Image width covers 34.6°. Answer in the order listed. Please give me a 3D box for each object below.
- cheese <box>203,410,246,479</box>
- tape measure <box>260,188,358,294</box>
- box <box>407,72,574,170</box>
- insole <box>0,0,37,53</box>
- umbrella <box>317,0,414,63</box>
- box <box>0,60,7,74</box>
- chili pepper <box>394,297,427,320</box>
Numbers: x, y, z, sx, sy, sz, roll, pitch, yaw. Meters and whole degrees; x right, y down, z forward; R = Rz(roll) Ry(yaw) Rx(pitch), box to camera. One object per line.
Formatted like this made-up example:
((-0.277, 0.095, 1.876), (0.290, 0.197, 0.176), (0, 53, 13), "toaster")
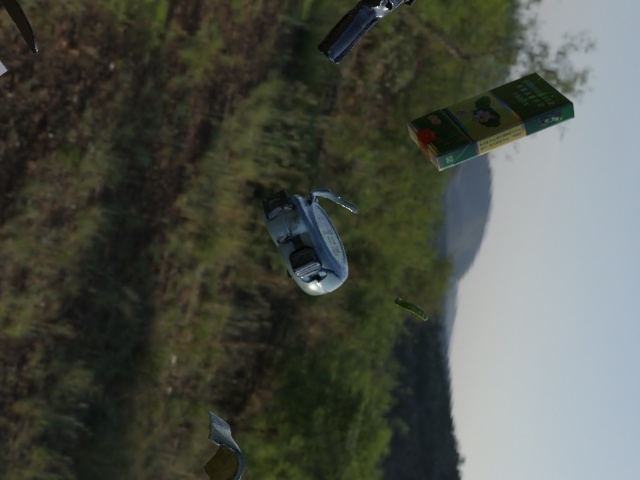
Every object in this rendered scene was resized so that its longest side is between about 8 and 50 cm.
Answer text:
((-0.118, 0.252, 1.242), (0.060, 0.041, 0.084), (-141, -136, -63), "cheese")
((-0.001, -0.001, 1.546), (0.330, 0.084, 0.164), (0, 71, -76), "tape measure")
((0.269, -0.192, 1.636), (0.132, 0.235, 0.034), (-118, -172, -55), "box")
((-0.573, -0.459, 1.831), (0.328, 0.007, 0.111), (57, -22, 20), "insole")
((0.119, -0.374, 1.364), (0.340, 0.118, 0.118), (-48, 179, 7), "umbrella")
((-0.626, -0.304, 1.751), (0.130, 0.051, 0.129), (-37, 156, -8), "box")
((0.166, 0.124, 1.909), (0.030, 0.083, 0.017), (35, 84, -42), "chili pepper")
